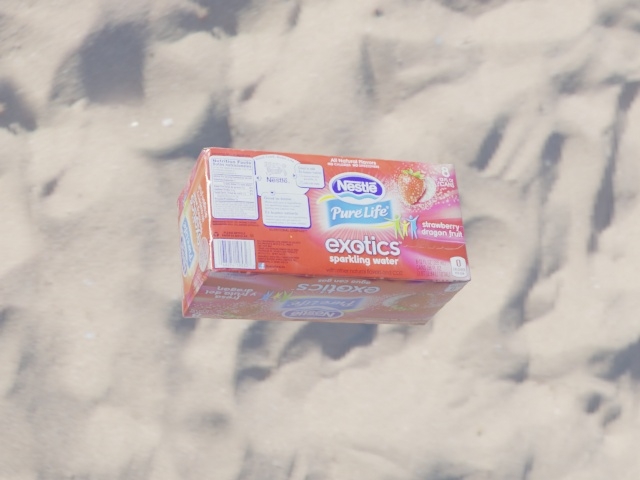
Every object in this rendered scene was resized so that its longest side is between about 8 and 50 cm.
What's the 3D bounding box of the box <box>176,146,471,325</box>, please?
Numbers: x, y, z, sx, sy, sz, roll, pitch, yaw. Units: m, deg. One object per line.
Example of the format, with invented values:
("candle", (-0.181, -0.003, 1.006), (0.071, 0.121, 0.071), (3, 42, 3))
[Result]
("box", (0.000, 0.000, 1.309), (0.257, 0.122, 0.128), (2, 66, -19))
